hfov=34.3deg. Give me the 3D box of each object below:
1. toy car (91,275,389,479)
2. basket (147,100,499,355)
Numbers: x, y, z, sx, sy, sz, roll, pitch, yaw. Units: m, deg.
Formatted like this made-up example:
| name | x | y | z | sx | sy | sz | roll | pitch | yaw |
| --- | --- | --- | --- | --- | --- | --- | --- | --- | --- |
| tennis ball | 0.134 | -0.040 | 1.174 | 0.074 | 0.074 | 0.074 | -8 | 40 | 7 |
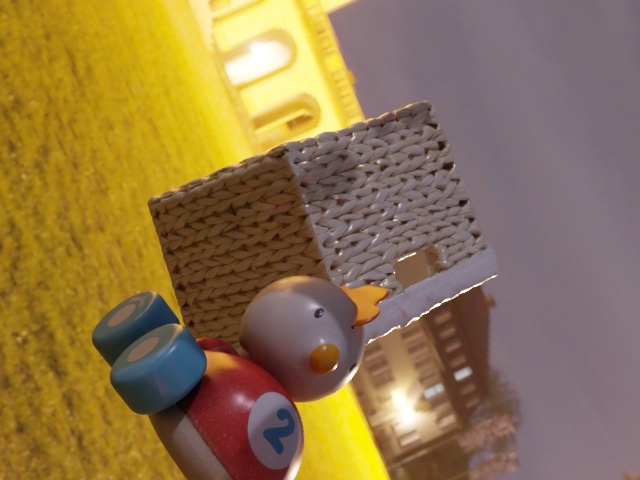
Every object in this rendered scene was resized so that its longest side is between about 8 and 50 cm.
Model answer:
| name | x | y | z | sx | sy | sz | roll | pitch | yaw |
| --- | --- | --- | --- | --- | --- | --- | --- | --- | --- |
| toy car | -0.032 | 0.109 | 0.895 | 0.219 | 0.238 | 0.210 | 56 | -10 | -20 |
| basket | 0.000 | 0.000 | 1.400 | 0.331 | 0.328 | 0.266 | -16 | -86 | 46 |
